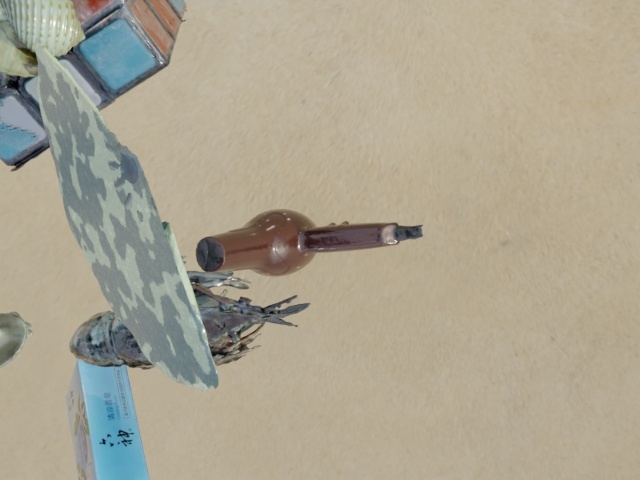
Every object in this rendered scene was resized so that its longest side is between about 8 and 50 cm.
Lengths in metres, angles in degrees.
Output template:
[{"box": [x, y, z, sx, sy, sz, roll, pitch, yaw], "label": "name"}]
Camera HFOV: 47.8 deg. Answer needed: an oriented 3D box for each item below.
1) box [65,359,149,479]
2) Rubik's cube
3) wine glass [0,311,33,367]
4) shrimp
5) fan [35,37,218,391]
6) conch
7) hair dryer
[{"box": [-0.350, 0.319, 1.171, 0.083, 0.232, 0.142, -3, 145, -30], "label": "box"}, {"box": [-0.468, -0.397, 1.197, 0.363, 0.362, 0.358, -30, 119, 14], "label": "Rubik's cube"}, {"box": [-0.468, 0.079, 0.926, 0.103, 0.103, 0.222, -3, 143, 8], "label": "wine glass"}, {"box": [-0.186, 0.095, 1.004, 0.372, 0.137, 0.172, -13, 81, 12], "label": "shrimp"}, {"box": [-0.122, -0.012, 0.424, 0.240, 0.009, 0.131, 59, 140, 15], "label": "fan"}, {"box": [-0.392, -0.284, 0.948, 0.153, 0.102, 0.135, 21, 118, -6], "label": "conch"}, {"box": [0.000, 0.000, 1.226, 0.341, 0.312, 0.123, -5, 93, 24], "label": "hair dryer"}]
